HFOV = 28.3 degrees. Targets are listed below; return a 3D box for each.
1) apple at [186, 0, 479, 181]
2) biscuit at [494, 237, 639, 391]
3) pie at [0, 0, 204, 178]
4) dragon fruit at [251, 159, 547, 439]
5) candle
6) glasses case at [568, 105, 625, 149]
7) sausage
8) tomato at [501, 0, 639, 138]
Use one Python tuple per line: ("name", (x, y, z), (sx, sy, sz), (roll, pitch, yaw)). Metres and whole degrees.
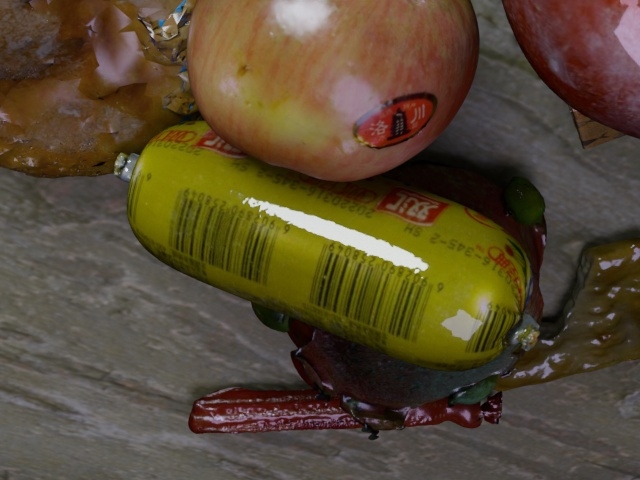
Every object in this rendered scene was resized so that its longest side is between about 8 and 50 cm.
("apple", (0.009, -0.131, 0.874), (0.210, 0.209, 0.164), (15, 123, -24))
("biscuit", (0.243, 0.078, 1.256), (0.183, 0.039, 0.174), (-17, 137, 6))
("pie", (-0.187, -0.143, 0.932), (0.274, 0.069, 0.273), (-8, 141, -7))
("dragon fruit", (0.078, 0.042, 1.122), (0.269, 0.130, 0.295), (-15, 136, 5))
("candle", (0.029, 0.172, 1.309), (0.329, 0.048, 0.051), (-1, 94, -10))
("glasses case", (0.288, -0.133, 1.046), (0.170, 0.041, 0.064), (-20, 147, 10))
("sausage", (0.000, 0.000, 0.933), (0.347, 0.123, 0.123), (21, 137, 15))
("tomato", (0.245, -0.199, 0.837), (0.270, 0.227, 0.270), (-3, 116, -5))
